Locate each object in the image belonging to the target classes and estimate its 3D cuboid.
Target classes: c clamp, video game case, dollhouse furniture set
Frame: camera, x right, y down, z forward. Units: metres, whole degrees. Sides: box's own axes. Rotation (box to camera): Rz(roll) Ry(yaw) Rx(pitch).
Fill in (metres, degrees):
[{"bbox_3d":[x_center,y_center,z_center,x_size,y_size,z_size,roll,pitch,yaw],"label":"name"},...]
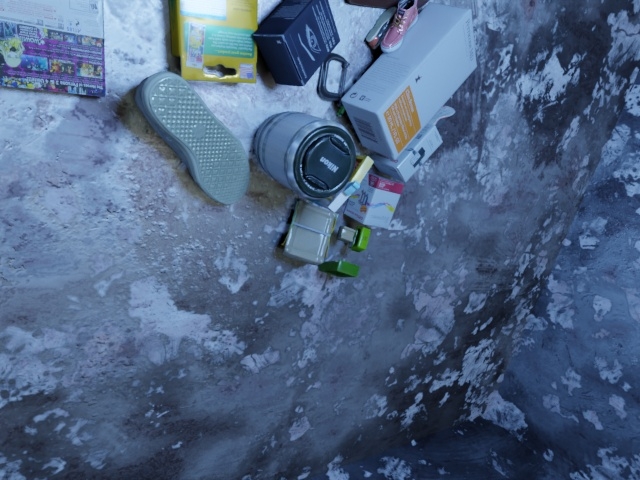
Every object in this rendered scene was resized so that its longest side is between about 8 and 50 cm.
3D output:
[{"bbox_3d":[0.056,-0.503,1.309,0.137,0.022,0.160,-4,109,-24],"label":"c clamp"},{"bbox_3d":[-0.595,-0.432,0.893,0.232,0.042,0.210,-5,115,-32],"label":"video game case"},{"bbox_3d":[0.000,0.000,1.498,0.302,0.151,0.197,20,79,-22],"label":"dollhouse furniture set"}]

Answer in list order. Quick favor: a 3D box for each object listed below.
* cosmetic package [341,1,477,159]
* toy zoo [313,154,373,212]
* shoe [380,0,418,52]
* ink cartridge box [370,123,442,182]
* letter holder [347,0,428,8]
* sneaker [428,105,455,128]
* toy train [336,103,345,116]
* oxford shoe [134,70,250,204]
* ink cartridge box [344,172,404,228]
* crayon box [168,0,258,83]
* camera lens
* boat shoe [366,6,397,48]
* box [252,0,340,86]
[{"bbox_3d":[0.300,-0.514,1.349,0.453,0.162,0.230,-50,143,-7],"label":"cosmetic package"},{"bbox_3d":[0.055,-0.186,1.296,0.030,0.293,0.192,39,88,-24],"label":"toy zoo"},{"bbox_3d":[0.239,-0.664,1.265,0.177,0.064,0.081,-54,157,-12],"label":"shoe"},{"bbox_3d":[0.306,-0.325,1.489,0.208,0.153,0.087,-47,131,-5],"label":"ink cartridge box"},{"bbox_3d":[0.228,-0.812,1.216,0.302,0.214,0.151,-14,87,-28],"label":"letter holder"},{"bbox_3d":[0.446,-0.462,1.591,0.158,0.061,0.064,-31,153,-17],"label":"sneaker"},{"bbox_3d":[0.080,-0.442,1.359,0.017,0.024,0.083,21,99,-39],"label":"toy train"},{"bbox_3d":[-0.327,-0.265,1.114,0.169,0.130,0.449,-48,145,-12],"label":"oxford shoe"},{"bbox_3d":[0.192,-0.148,1.512,0.128,0.128,0.176,8,107,-36],"label":"ink cartridge box"},{"bbox_3d":[-0.264,-0.566,1.026,0.203,0.083,0.322,-10,117,-31],"label":"crayon box"},{"bbox_3d":[-0.048,-0.252,1.202,0.220,0.274,0.219,-15,120,-28],"label":"camera lens"},{"bbox_3d":[0.199,-0.673,1.311,0.043,0.049,0.137,34,94,-43],"label":"boat shoe"},{"bbox_3d":[-0.058,-0.542,1.110,0.207,0.108,0.153,-56,145,-21],"label":"box"}]
